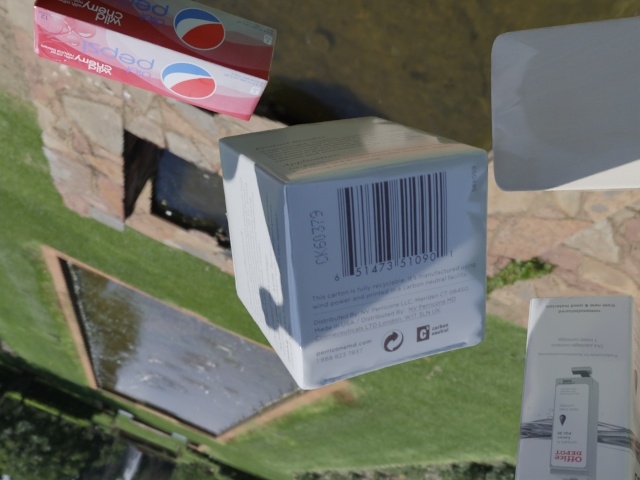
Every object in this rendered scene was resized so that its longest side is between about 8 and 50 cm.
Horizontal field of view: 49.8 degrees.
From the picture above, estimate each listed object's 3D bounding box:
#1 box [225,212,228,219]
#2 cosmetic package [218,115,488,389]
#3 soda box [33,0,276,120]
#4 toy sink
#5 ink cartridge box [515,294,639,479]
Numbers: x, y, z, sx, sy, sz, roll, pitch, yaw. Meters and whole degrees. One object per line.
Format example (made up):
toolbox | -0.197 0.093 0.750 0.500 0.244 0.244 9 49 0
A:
box | 0.000 0.000 1.037 0.203 0.167 0.168 15 135 52
cosmetic package | 0.018 -0.005 0.546 0.151 0.151 0.183 -11 -160 -18
soda box | -0.191 -0.232 0.809 0.263 0.083 0.092 14 152 -16
toy sink | 0.294 -0.124 0.668 0.234 0.153 0.131 -1 -178 22
ink cartridge box | 0.310 0.232 0.781 0.117 0.283 0.207 -5 145 32
